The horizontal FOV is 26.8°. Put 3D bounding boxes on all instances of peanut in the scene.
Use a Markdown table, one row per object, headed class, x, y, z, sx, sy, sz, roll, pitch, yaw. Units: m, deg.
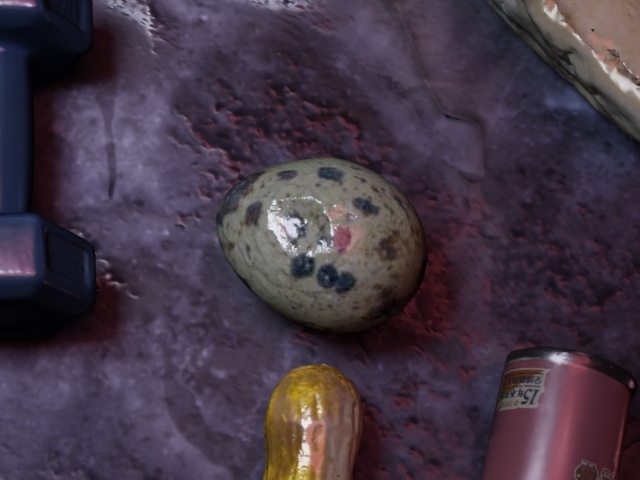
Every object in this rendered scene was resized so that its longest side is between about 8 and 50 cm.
| class | x | y | z | sx | sy | sz | roll | pitch | yaw |
| --- | --- | --- | --- | --- | --- | --- | --- | --- | --- |
| peanut | -0.009 | 0.198 | 1.064 | 0.087 | 0.087 | 0.207 | 9 | 67 | -4 |

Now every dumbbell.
| class | x | y | z | sx | sy | sz | roll | pitch | yaw |
| --- | --- | --- | --- | --- | --- | --- | --- | --- | --- |
| dumbbell | -0.265 | -0.081 | 1.107 | 0.143 | 0.156 | 0.316 | 11 | 65 | -35 |

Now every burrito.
| class | x | y | z | sx | sy | sz | roll | pitch | yaw |
| --- | --- | --- | --- | --- | --- | --- | --- | --- | --- |
| burrito | 0.235 | -0.236 | 1.235 | 0.190 | 0.135 | 0.332 | -32 | 73 | -27 |

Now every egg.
| class | x | y | z | sx | sy | sz | roll | pitch | yaw |
| --- | --- | --- | --- | --- | --- | --- | --- | --- | --- |
| egg | 0.000 | 0.000 | 1.112 | 0.181 | 0.141 | 0.141 | 19 | 68 | 12 |

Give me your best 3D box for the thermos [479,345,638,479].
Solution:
| class | x | y | z | sx | sy | sz | roll | pitch | yaw |
| --- | --- | --- | --- | --- | --- | --- | --- | --- | --- |
| thermos | 0.170 | 0.262 | 1.061 | 0.109 | 0.136 | 0.330 | 5 | 66 | 25 |
